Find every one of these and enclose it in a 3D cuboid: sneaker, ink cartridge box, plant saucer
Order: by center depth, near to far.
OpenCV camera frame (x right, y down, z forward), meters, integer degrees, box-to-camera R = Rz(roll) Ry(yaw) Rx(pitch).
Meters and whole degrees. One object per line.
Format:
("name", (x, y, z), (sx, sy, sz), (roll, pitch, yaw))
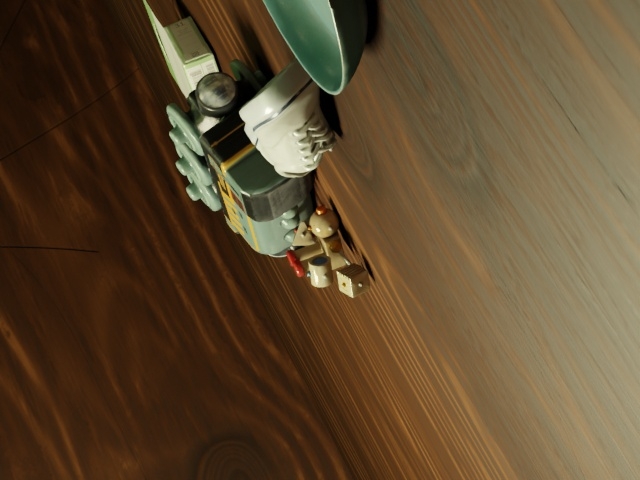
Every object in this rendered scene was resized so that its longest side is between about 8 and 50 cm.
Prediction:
("plant saucer", (-0.035, -0.273, 1.272), (0.317, 0.043, 0.317), (63, 173, 14))
("sneaker", (-0.022, -0.122, 1.582), (0.091, 0.094, 0.258), (46, 176, 2))
("ink cartridge box", (-0.202, -0.275, 2.408), (0.235, 0.056, 0.171), (-119, 8, -47))

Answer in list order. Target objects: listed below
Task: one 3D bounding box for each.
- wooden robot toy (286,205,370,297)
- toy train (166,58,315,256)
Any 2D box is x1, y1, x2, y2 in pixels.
("wooden robot toy", (0.000, 0.000, 1.859), (0.173, 0.076, 0.079), (-127, 24, -55))
("toy train", (-0.089, -0.089, 1.956), (0.190, 0.142, 0.334), (52, 169, 19))
